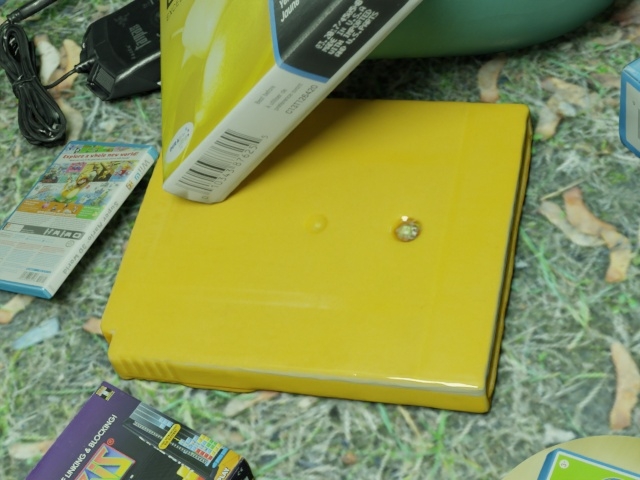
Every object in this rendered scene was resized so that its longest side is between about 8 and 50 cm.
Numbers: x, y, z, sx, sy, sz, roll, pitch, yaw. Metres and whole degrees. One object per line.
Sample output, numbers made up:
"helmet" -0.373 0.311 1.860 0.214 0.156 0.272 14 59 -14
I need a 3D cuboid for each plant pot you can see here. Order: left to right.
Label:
"plant pot" 0.139 -0.294 1.143 0.235 0.293 0.293 3 52 -15

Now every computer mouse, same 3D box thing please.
"computer mouse" -0.192 -0.204 1.282 0.262 0.060 0.184 -34 56 -1

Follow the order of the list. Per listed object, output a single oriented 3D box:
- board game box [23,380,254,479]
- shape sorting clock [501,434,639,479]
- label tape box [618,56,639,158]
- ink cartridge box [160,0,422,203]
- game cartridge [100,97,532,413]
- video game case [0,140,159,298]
"board game box" -0.155 0.206 0.978 0.141 0.048 0.170 24 62 25
"shape sorting clock" 0.197 0.228 0.891 0.206 0.040 0.206 -6 57 10
"label tape box" 0.447 -0.121 1.051 0.334 0.106 0.240 -31 54 -11
"ink cartridge box" -0.041 -0.234 1.068 0.072 0.303 0.307 11 56 -30
"game cartridge" 0.000 0.000 1.099 0.324 0.052 0.285 3 55 17
"video game case" -0.228 -0.023 1.157 0.119 0.015 0.166 7 54 42
